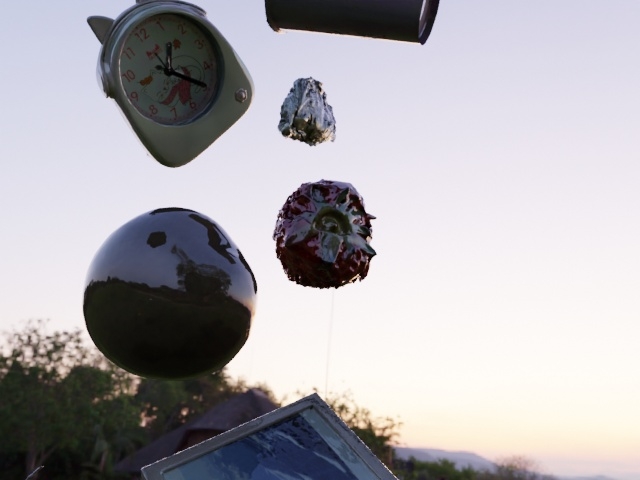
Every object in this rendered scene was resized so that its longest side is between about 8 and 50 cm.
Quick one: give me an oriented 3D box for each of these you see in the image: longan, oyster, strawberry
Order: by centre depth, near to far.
[{"bbox_3d":[-0.196,0.072,0.825,0.248,0.248,0.248,3,-21,1],"label":"longan"},{"bbox_3d":[0.000,0.000,1.042,0.187,0.184,0.201,51,-36,-1],"label":"strawberry"},{"bbox_3d":[-0.020,-0.219,1.055,0.064,0.124,0.177,-24,-13,27],"label":"oyster"}]

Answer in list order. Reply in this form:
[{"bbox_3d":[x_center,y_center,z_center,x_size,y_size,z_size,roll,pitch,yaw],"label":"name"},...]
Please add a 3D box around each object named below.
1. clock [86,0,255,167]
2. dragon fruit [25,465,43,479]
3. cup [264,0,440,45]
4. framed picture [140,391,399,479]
[{"bbox_3d":[-0.298,-0.329,1.187,0.109,0.265,0.324,27,-24,51],"label":"clock"},{"bbox_3d":[-0.343,0.399,0.662,0.234,0.292,0.233,4,-23,2],"label":"dragon fruit"},{"bbox_3d":[0.066,-0.456,1.126,0.289,0.203,0.203,18,-16,17],"label":"cup"},{"bbox_3d":[-0.015,0.306,0.649,0.247,0.022,0.335,-16,32,-29],"label":"framed picture"}]
